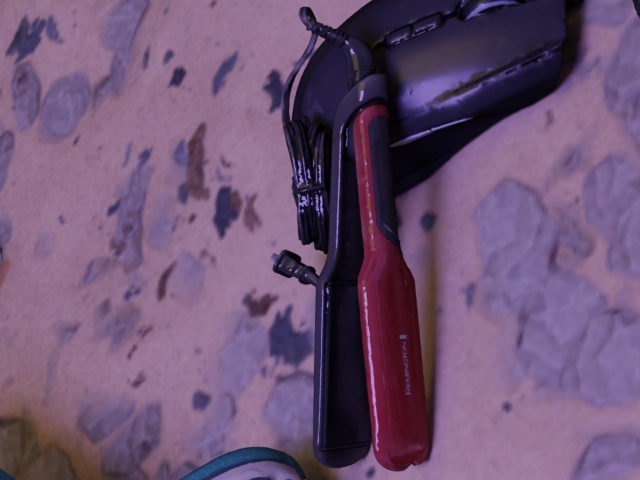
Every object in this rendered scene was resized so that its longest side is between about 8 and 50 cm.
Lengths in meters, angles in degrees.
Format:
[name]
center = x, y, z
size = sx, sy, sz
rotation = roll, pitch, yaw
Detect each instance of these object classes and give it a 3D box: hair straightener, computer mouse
[hair straightener]
center = 0.000, 0.000, 0.932
size = 0.089, 0.047, 0.230
rotation = -7, 91, 42
[computer mouse]
center = 0.066, -0.136, 0.960
size = 0.262, 0.060, 0.184
rotation = -26, 58, 33

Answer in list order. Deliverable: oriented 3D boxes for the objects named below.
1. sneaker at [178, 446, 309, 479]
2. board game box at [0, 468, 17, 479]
[sneaker]
center = -0.116, 0.177, 0.981
size = 0.275, 0.107, 0.110
rotation = -37, 43, 26
[board game box]
center = -0.173, 0.251, 0.882
size = 0.336, 0.079, 0.254
rotation = 24, 98, 45
